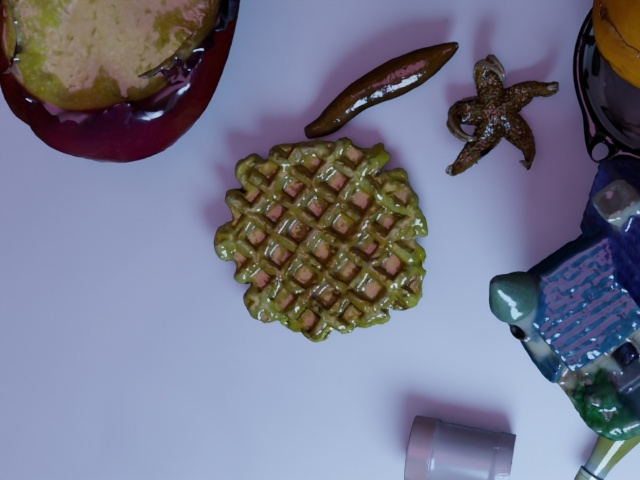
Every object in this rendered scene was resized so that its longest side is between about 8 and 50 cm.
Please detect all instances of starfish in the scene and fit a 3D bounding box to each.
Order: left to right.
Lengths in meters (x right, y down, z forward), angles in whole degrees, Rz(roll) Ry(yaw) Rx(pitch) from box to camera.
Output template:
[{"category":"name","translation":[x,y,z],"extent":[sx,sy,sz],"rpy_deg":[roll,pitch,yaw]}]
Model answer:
[{"category":"starfish","translation":[0.252,-0.164,1.623],"extent":[0.146,0.074,0.190],"rpy_deg":[32,99,11]}]

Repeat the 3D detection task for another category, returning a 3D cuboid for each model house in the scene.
[{"category":"model house","translation":[0.391,0.062,1.464],"extent":[0.312,0.280,0.245],"rpy_deg":[-34,46,10]}]

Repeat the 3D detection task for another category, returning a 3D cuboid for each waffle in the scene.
[{"category":"waffle","translation":[0.000,0.000,1.693],"extent":[0.325,0.068,0.302],"rpy_deg":[-8,91,15]}]

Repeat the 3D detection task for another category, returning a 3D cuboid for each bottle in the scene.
[{"category":"bottle","translation":[0.444,0.239,1.595],"extent":[0.083,0.083,0.270],"rpy_deg":[31,98,9]}]

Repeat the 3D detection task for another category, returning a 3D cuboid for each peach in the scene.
[{"category":"peach","translation":[-0.283,-0.333,1.599],"extent":[0.339,0.353,0.416],"rpy_deg":[23,121,-7]}]

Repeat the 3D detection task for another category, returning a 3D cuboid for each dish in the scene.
[{"category":"dish","translation":[0.482,-0.228,1.545],"extent":[0.303,0.120,0.303],"rpy_deg":[1,93,13]}]

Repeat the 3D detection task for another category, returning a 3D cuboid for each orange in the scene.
[{"category":"orange","translation":[0.452,-0.287,1.380],"extent":[0.240,0.240,0.240],"rpy_deg":[1,93,13]}]

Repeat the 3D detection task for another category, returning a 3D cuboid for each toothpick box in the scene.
[{"category":"toothpick box","translation":[0.203,0.315,1.646],"extent":[0.149,0.098,0.098],"rpy_deg":[9,95,12]}]

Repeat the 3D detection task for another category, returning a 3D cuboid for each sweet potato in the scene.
[{"category":"sweet potato","translation":[0.085,-0.226,1.669],"extent":[0.264,0.057,0.057],"rpy_deg":[-26,87,15]}]
